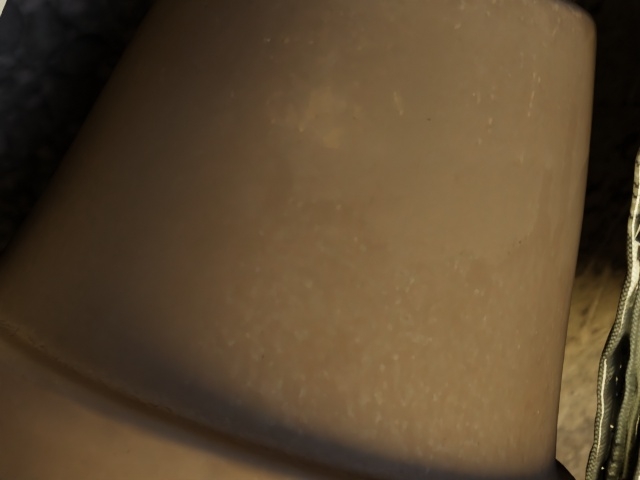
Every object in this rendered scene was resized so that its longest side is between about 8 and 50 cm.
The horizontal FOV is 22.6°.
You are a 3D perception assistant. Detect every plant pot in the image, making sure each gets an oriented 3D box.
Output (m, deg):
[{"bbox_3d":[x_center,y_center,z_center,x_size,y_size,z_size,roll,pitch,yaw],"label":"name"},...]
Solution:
[{"bbox_3d":[0.000,0.000,0.607,0.263,0.263,0.229,15,98,-33],"label":"plant pot"}]

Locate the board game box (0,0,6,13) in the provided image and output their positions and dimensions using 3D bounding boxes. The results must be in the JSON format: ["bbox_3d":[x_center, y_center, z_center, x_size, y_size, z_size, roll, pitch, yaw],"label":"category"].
[{"bbox_3d":[-0.267,-0.009,0.547,0.224,0.097,0.303,13,117,-33],"label":"board game box"}]

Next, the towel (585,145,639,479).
[{"bbox_3d":[0.207,-0.003,0.708,0.324,0.056,0.312,-38,142,-45],"label":"towel"}]
